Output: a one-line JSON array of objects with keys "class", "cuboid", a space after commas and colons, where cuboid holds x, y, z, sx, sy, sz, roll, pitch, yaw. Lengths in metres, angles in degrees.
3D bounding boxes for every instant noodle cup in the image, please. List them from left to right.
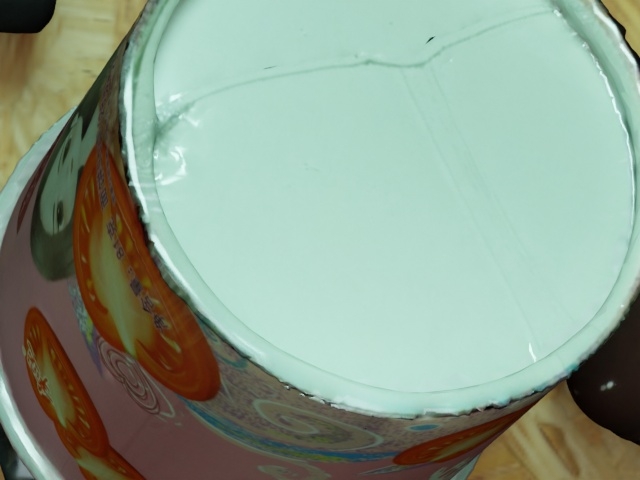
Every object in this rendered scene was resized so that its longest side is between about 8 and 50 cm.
[{"class": "instant noodle cup", "cuboid": [0.000, 0.000, 0.700, 0.243, 0.231, 0.243, 5, 72, -15]}]

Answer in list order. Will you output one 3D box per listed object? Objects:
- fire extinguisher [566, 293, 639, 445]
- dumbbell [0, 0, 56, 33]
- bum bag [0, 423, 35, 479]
[{"class": "fire extinguisher", "cuboid": [0.226, 0.068, 0.856, 0.337, 0.135, 0.114, 27, 57, -15]}, {"class": "dumbbell", "cuboid": [-0.202, -0.137, 0.736, 0.191, 0.100, 0.100, 1, 99, -14]}, {"class": "bum bag", "cuboid": [-0.036, 0.076, 0.827, 0.248, 0.069, 0.102, 9, 64, -13]}]
